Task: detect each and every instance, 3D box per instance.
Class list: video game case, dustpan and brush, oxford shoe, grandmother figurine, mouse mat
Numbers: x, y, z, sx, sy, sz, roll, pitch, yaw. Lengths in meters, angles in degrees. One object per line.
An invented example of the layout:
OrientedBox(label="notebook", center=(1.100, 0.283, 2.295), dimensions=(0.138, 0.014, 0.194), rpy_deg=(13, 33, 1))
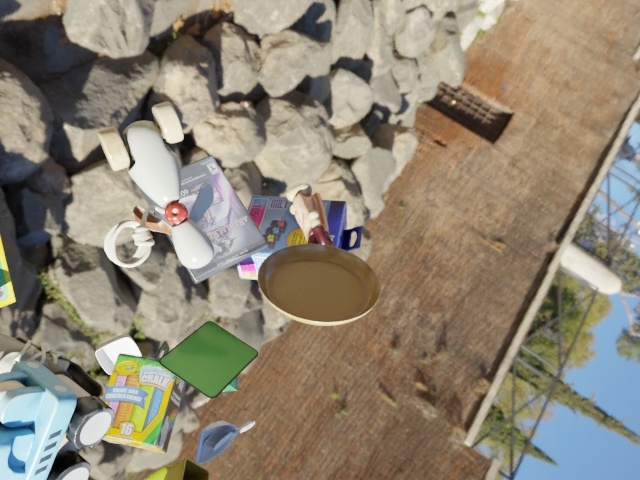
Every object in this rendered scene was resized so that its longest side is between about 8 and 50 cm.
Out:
OrientedBox(label="video game case", center=(-0.276, -0.057, 1.345), dimensions=(0.196, 0.274, 0.026), rpy_deg=(-28, 166, -25))
OrientedBox(label="dustpan and brush", center=(-0.292, 0.611, 1.786), dimensions=(0.211, 0.060, 0.147), rpy_deg=(-25, 136, -53))
OrientedBox(label="oxford shoe", center=(-0.754, 0.323, 1.478), dimensions=(0.130, 0.449, 0.169), rpy_deg=(-43, -157, 8))
OrientedBox(label="grandmother figurine", center=(0.000, 0.000, 1.493), dimensions=(0.104, 0.342, 0.208), rpy_deg=(-24, 143, 0))
OrientedBox(label="mouse mat", center=(-0.245, 0.261, 1.266), dimensions=(0.190, 0.153, 0.007), rpy_deg=(-40, 156, -54))

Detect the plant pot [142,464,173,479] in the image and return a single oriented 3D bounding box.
OrientedBox(label="plant pot", center=(-0.474, 0.859, 1.752), dimensions=(0.227, 0.207, 0.228), rpy_deg=(-36, 147, -1))

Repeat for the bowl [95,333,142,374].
OrientedBox(label="bowl", center=(-0.751, 0.416, 2.109), dimensions=(0.142, 0.053, 0.142), rpy_deg=(-24, 124, -13))

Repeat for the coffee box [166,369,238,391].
OrientedBox(label="coffee box", center=(-0.307, 0.349, 1.484), dimensions=(0.184, 0.113, 0.040), rpy_deg=(55, 31, -49))

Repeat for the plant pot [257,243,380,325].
OrientedBox(label="plant pot", center=(-0.003, 0.086, 1.088), dimensions=(0.236, 0.236, 0.032), rpy_deg=(-47, 152, -50))

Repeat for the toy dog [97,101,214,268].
OrientedBox(label="toy dog", center=(-0.327, -0.107, 1.158), dimensions=(0.161, 0.220, 0.333), rpy_deg=(-175, -99, -74))

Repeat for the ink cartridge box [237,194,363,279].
OrientedBox(label="ink cartridge box", center=(-0.059, -0.002, 1.898), dimensions=(0.151, 0.396, 0.270), rpy_deg=(86, 12, -49))

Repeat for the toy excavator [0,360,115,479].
OrientedBox(label="toy excavator", center=(-0.658, 0.350, 1.150), dimensions=(0.445, 0.222, 0.432), rpy_deg=(14, 100, -62))

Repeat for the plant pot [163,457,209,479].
OrientedBox(label="plant pot", center=(-0.314, 0.556, 1.284), dimensions=(0.083, 0.081, 0.081), rpy_deg=(-27, -144, 22))

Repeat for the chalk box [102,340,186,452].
OrientedBox(label="chalk box", center=(-0.492, 0.427, 1.598), dimensions=(0.180, 0.179, 0.288), rpy_deg=(100, 0, -63))

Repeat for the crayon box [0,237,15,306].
OrientedBox(label="crayon box", center=(-0.686, 0.038, 1.056), dimensions=(0.165, 0.081, 0.278), rpy_deg=(-23, 148, -35))
